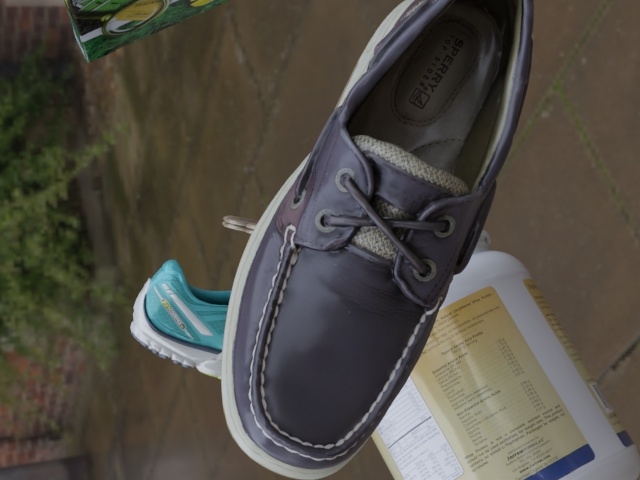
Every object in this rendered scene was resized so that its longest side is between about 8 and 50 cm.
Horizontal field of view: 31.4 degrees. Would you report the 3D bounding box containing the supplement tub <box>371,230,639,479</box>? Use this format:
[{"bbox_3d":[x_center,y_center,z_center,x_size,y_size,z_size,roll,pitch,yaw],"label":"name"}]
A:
[{"bbox_3d":[0.155,0.153,1.170,0.316,0.228,0.228,61,151,17],"label":"supplement tub"}]

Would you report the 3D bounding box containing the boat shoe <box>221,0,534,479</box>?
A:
[{"bbox_3d":[0.033,-0.022,0.565,0.285,0.102,0.092,-64,3,-21],"label":"boat shoe"}]

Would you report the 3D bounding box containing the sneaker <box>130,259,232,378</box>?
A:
[{"bbox_3d":[-0.069,0.108,1.250,0.110,0.275,0.107,-67,14,4],"label":"sneaker"}]

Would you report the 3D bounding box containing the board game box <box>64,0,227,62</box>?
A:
[{"bbox_3d":[-0.052,-0.204,0.780,0.030,0.259,0.136,63,171,3],"label":"board game box"}]

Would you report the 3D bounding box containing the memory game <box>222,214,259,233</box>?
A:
[{"bbox_3d":[0.000,0.000,1.040,0.186,0.186,0.012,-164,86,-66],"label":"memory game"}]
